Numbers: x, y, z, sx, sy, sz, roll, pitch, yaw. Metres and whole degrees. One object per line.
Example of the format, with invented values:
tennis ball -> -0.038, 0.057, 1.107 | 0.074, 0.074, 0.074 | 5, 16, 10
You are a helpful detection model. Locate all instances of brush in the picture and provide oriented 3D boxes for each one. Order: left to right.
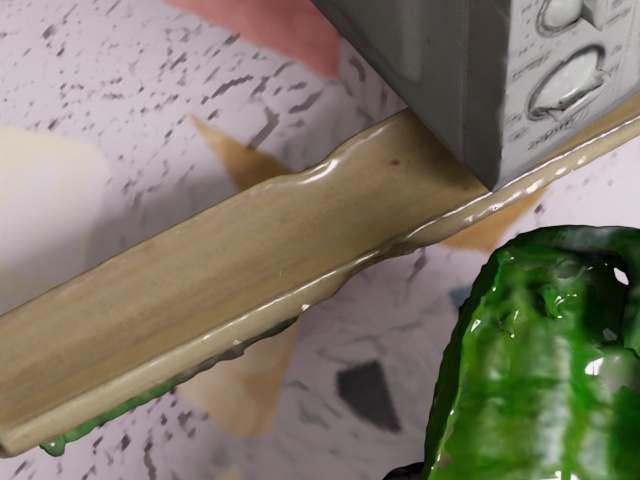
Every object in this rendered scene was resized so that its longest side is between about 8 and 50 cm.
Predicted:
brush -> 0.000, 0.000, 0.468 | 0.282, 0.048, 0.054 | -28, 68, -8

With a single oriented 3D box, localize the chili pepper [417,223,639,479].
chili pepper -> 0.132, 0.170, 0.311 | 0.213, 0.167, 0.385 | -3, 55, -5

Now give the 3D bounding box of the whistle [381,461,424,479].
whistle -> 0.047, 0.160, 0.397 | 0.033, 0.033, 0.176 | -12, 66, 7

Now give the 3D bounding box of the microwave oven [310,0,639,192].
microwave oven -> 0.112, -0.204, 0.435 | 0.295, 0.181, 0.237 | -35, 66, -10
